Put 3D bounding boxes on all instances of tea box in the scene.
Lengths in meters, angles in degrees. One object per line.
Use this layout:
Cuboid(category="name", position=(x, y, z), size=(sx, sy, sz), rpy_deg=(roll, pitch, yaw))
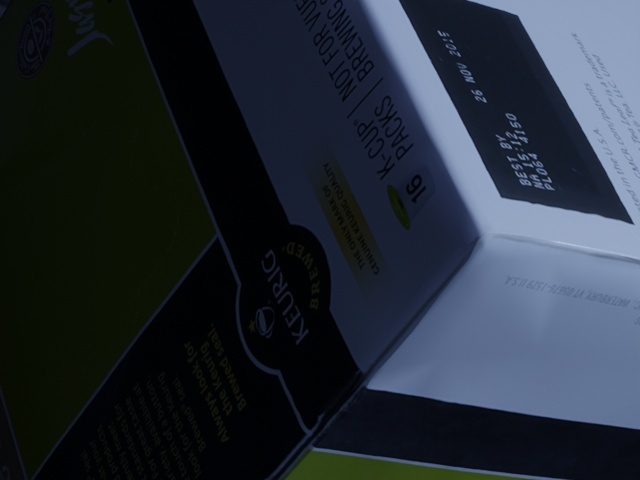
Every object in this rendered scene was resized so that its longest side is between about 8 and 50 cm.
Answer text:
Cuboid(category="tea box", position=(0.000, 0.000, 0.896), size=(0.220, 0.323, 0.329), rpy_deg=(12, 42, -38))
